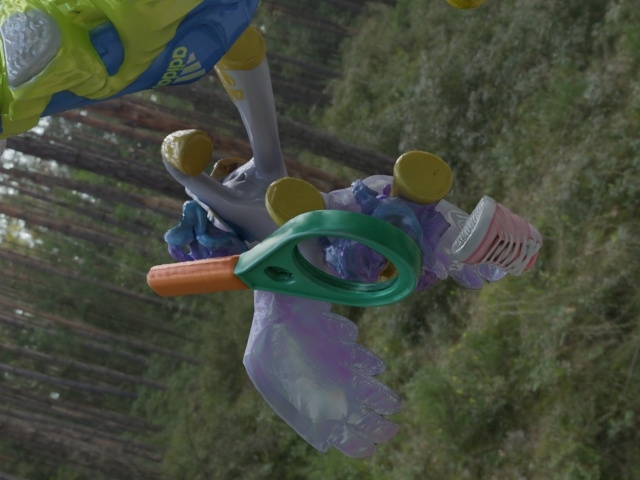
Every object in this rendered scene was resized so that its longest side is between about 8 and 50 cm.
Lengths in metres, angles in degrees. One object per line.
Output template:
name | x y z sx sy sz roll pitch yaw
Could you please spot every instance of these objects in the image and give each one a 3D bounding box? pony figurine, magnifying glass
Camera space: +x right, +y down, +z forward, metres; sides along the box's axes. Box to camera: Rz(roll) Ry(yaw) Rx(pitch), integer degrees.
pony figurine | 0.000 0.000 0.719 0.302 0.351 0.363 -53 -6 -18
magnifying glass | -0.035 0.021 0.538 0.092 0.231 0.026 47 -131 -40

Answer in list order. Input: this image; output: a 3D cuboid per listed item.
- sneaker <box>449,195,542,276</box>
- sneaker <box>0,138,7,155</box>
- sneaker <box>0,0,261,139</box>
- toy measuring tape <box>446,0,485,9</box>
sneaker | 0.154 0.002 0.634 0.051 0.070 0.134 -55 -7 20
sneaker | -0.465 -0.076 0.841 0.090 0.232 0.115 -5 -84 -74
sneaker | -0.133 -0.089 0.381 0.126 0.240 0.091 8 -114 -69
toy measuring tape | 0.111 -0.346 0.587 0.121 0.122 0.329 97 167 -87
